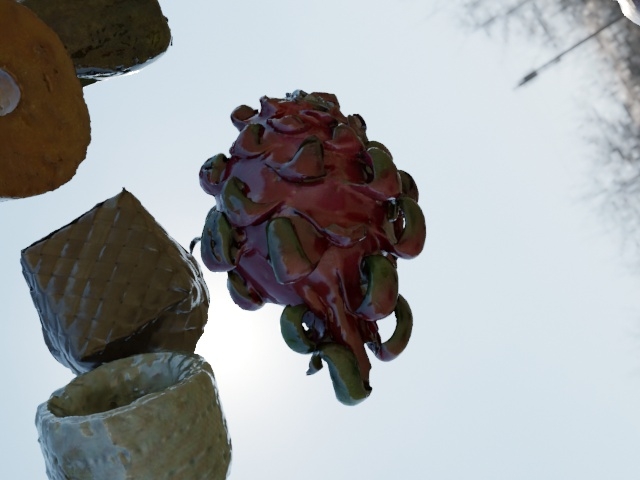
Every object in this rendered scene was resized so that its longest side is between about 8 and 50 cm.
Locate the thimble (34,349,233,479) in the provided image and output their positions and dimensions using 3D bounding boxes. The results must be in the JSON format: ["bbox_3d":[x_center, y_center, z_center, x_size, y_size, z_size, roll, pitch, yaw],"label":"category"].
[{"bbox_3d":[-0.278,0.296,1.785,0.291,0.291,0.195,-45,-57,-66],"label":"thimble"}]

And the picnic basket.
[{"bbox_3d":[-0.328,0.127,2.079,0.337,0.293,0.337,57,174,10],"label":"picnic basket"}]

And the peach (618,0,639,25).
[{"bbox_3d":[0.297,-0.294,0.781,0.307,0.332,0.308,17,-130,-21],"label":"peach"}]

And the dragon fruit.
[{"bbox_3d":[0.000,-0.009,1.102,0.218,0.198,0.273,-14,-134,-35],"label":"dragon fruit"}]

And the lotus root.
[{"bbox_3d":[-0.342,-0.275,1.626,0.160,0.274,0.152,-138,27,-70],"label":"lotus root"}]

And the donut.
[{"bbox_3d":[-0.401,-0.158,1.382,0.277,0.108,0.278,34,-134,-44],"label":"donut"}]
